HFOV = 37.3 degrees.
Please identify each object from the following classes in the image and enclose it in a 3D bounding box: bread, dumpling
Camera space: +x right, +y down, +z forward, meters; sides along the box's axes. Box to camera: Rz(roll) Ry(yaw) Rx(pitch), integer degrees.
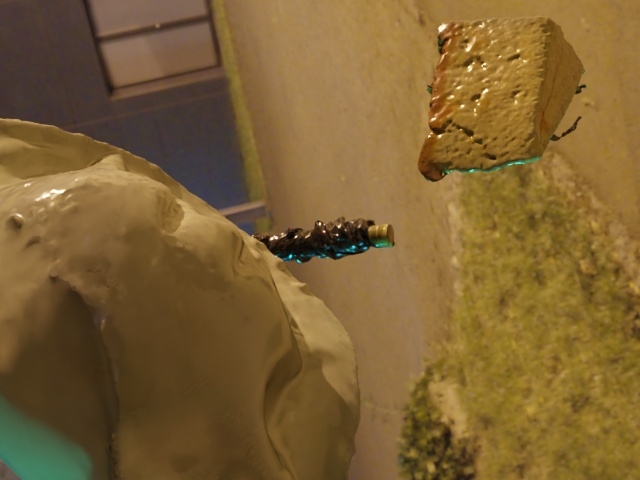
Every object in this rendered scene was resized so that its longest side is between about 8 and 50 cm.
[{"bbox_3d":[0.114,-0.074,0.571,0.080,0.084,0.109,36,-122,-53],"label":"bread"},{"bbox_3d":[-0.059,0.029,0.369,0.111,0.155,0.181,-18,79,46],"label":"dumpling"}]

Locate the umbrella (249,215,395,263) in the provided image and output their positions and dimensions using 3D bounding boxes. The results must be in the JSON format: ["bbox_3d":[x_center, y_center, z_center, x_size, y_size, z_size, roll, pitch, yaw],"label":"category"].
[{"bbox_3d":[0.000,0.000,0.884,0.037,0.144,0.040,-19,-79,-65],"label":"umbrella"}]
